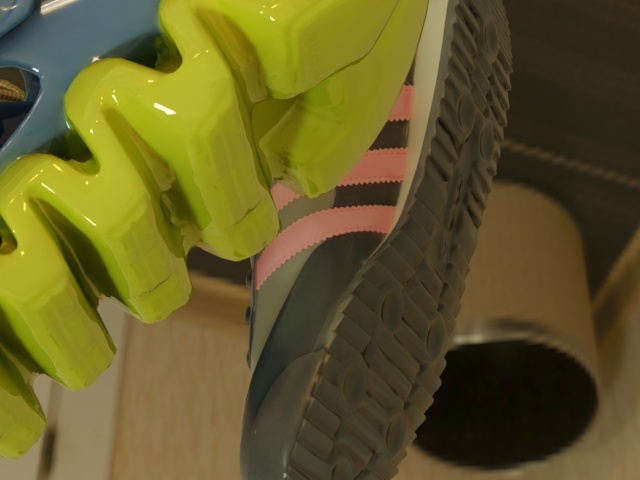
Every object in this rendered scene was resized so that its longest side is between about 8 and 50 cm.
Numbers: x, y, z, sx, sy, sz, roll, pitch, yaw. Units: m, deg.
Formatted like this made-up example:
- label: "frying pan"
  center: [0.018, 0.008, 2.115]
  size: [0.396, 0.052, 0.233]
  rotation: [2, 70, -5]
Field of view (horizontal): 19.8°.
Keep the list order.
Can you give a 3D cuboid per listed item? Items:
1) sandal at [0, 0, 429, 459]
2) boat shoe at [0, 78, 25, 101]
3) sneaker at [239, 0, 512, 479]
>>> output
- label: "sandal"
  center: [-0.123, -0.005, 0.507]
  size: [0.317, 0.138, 0.126]
  rotation: [-40, 158, -19]
- label: "boat shoe"
  center: [-0.179, -0.028, 0.905]
  size: [0.122, 0.120, 0.324]
  rotation: [43, 162, -16]
- label: "sneaker"
  center: [0.000, 0.000, 0.913]
  size: [0.131, 0.319, 0.112]
  rotation: [2, 144, 27]
